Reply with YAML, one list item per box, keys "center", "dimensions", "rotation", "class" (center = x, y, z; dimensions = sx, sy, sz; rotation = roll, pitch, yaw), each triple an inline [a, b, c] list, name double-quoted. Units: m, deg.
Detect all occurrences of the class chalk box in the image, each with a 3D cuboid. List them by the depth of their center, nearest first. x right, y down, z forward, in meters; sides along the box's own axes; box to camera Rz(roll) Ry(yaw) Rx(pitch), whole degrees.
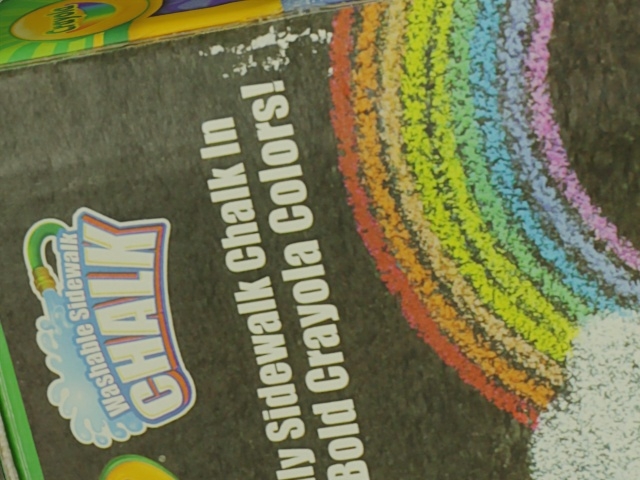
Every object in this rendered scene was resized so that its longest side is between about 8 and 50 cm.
- center: [0.000, 0.000, 0.581]
  dimensions: [0.289, 0.179, 0.180]
  rotation: [-8, 107, 10]
  class: "chalk box"
